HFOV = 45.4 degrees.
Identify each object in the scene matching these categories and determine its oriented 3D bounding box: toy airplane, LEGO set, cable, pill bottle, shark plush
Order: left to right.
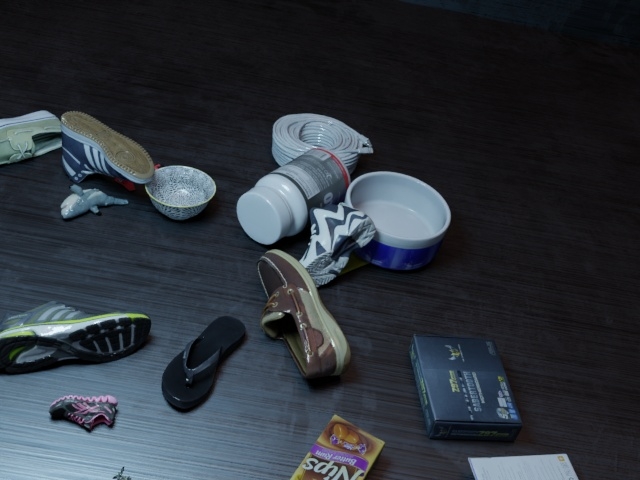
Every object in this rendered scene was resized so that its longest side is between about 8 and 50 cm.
[{"bbox_3d":[-0.546,-0.083,1.837,0.161,0.073,0.067,3,55,-46],"label":"shark plush"},{"bbox_3d":[-0.328,0.421,1.276,0.054,0.023,0.083,10,51,0],"label":"LEGO set"},{"bbox_3d":[-0.459,-0.168,1.960,0.151,0.028,0.151,7,38,-5],"label":"toy airplane"},{"bbox_3d":[-0.064,-0.109,1.891,0.161,0.161,0.283,31,42,22],"label":"pill bottle"},{"bbox_3d":[-0.012,-0.268,2.163,0.257,0.089,0.257,-17,46,-31],"label":"cable"}]

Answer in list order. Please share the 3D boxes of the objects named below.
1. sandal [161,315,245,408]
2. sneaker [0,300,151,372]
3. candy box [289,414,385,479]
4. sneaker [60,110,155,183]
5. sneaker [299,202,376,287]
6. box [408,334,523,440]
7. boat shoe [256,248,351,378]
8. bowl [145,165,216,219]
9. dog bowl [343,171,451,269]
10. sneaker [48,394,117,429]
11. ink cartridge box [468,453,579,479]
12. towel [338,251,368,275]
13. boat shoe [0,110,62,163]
[{"bbox_3d":[-0.233,0.226,1.513,0.097,0.055,0.254,20,39,10],"label":"sandal"},{"bbox_3d":[-0.481,0.165,1.483,0.299,0.111,0.121,-3,37,-22],"label":"sneaker"},{"bbox_3d":[0.026,0.409,1.361,0.109,0.053,0.187,26,41,15],"label":"candy box"},{"bbox_3d":[-0.526,-0.186,1.877,0.282,0.153,0.099,34,41,15],"label":"sneaker"},{"bbox_3d":[0.000,0.000,1.783,0.235,0.094,0.153,-46,43,2],"label":"sneaker"},{"bbox_3d":[0.291,0.297,1.567,0.183,0.059,0.233,4,38,-9],"label":"box"},{"bbox_3d":[-0.068,0.152,1.604,0.123,0.123,0.342,-11,50,-29],"label":"boat shoe"},{"bbox_3d":[-0.344,-0.103,1.870,0.170,0.080,0.170,8,39,-6],"label":"bowl"},{"bbox_3d":[0.183,-0.052,1.903,0.264,0.104,0.265,8,40,-7],"label":"dog bowl"},{"bbox_3d":[-0.424,0.310,1.369,0.119,0.047,0.057,0,51,-14],"label":"sneaker"},{"bbox_3d":[0.385,0.482,1.376,0.208,0.045,0.206,3,39,-14],"label":"ink cartridge box"},{"bbox_3d":[0.105,0.017,1.895,0.237,0.021,0.102,-20,48,-34],"label":"towel"},{"bbox_3d":[-0.757,-0.250,1.918,0.094,0.109,0.302,29,38,17],"label":"boat shoe"}]
